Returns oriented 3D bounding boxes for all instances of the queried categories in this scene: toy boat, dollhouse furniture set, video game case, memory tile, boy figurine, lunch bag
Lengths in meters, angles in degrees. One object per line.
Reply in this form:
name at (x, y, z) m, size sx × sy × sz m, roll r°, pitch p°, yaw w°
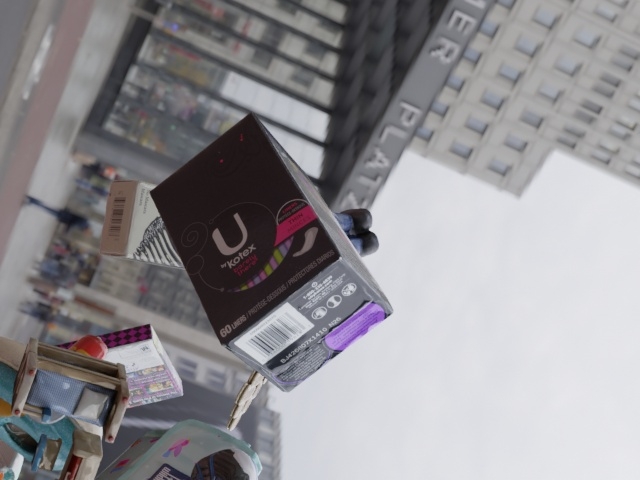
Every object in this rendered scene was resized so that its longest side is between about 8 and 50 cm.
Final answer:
toy boat at (-0.434, 0.242, 1.599) m, size 0.318 × 0.267 × 0.148 m, roll -34°, pitch -164°, yaw 49°
dollhouse furniture set at (-0.331, 0.241, 1.321) m, size 0.129 × 0.129 × 0.184 m, roll -142°, pitch -109°, yaw -73°
video game case at (-0.387, 0.243, 1.916) m, size 0.210 × 0.232 × 0.042 m, roll 74°, pitch 3°, yaw -52°
memory tile at (-0.103, 0.225, 1.664) m, size 0.148 × 0.012 × 0.113 m, roll -55°, pitch 170°, yaw -44°
boy figurine at (0.000, 0.000, 1.979) m, size 0.285 × 0.092 × 0.177 m, roll -15°, pitch 92°, yaw -59°
lunch bag at (-0.222, 0.370, 1.472) m, size 0.223 × 0.160 × 0.262 m, roll -41°, pitch -166°, yaw -36°

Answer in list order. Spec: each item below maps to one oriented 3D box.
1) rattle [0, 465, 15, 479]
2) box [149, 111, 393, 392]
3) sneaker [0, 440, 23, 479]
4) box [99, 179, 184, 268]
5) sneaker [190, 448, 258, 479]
rattle at (-0.414, 0.398, 1.333) m, size 0.142 × 0.200 × 0.130 m, roll -22°, pitch -156°, yaw 14°
box at (-0.062, 0.010, 1.230) m, size 0.165 × 0.143 × 0.270 m, roll -37°, pitch -131°, yaw 6°
sneaker at (-0.552, 0.469, 1.804) m, size 0.094 × 0.151 × 0.256 m, roll 18°, pitch -104°, yaw 36°
box at (-0.170, -0.008, 1.523) m, size 0.094 × 0.275 × 0.113 m, roll 3°, pitch -96°, yaw 54°
sneaker at (-0.081, 0.270, 1.077) m, size 0.080 × 0.081 × 0.211 m, roll 55°, pitch -28°, yaw 31°
